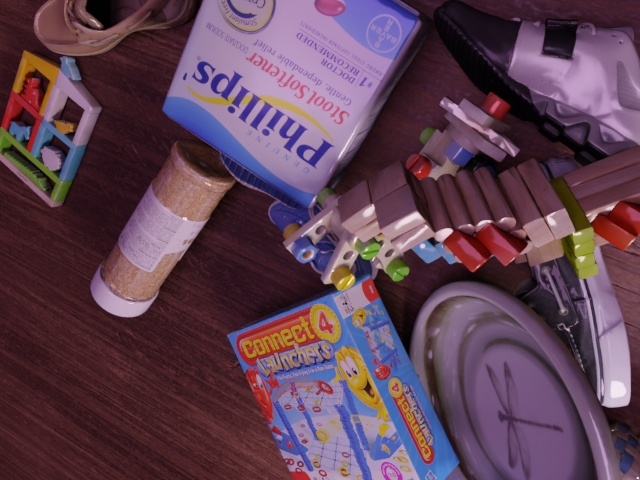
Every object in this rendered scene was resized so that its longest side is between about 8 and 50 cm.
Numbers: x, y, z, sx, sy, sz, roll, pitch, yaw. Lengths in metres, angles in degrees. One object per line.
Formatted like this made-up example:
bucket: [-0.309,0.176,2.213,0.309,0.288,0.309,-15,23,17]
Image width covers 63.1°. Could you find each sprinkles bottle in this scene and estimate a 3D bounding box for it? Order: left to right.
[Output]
sprinkles bottle: [-0.292,-0.014,0.946,0.121,0.121,0.355,44,117,7]

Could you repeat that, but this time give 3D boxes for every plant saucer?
plant saucer: [0.258,0.247,0.707,0.100,0.400,0.401,-8,106,-19]

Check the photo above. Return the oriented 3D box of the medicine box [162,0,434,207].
medicine box: [-0.034,-0.243,0.732,0.263,0.149,0.289,33,117,3]

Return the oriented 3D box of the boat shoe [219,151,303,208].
boat shoe: [-0.084,-0.112,0.858,0.183,0.066,0.066,37,116,11]

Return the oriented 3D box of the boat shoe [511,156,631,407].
boat shoe: [0.317,0.062,0.702,0.119,0.121,0.336,-16,87,14]

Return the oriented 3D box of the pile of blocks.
pile of blocks: [0.203,-0.002,0.561,0.361,0.113,0.149,-3,135,-2]

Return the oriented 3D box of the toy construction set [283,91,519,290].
toy construction set: [0.119,-0.069,0.687,0.327,0.215,0.151,-43,54,32]

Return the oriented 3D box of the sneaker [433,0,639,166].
sneaker: [0.296,-0.218,0.648,0.330,0.122,0.146,40,100,9]

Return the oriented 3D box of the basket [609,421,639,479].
basket: [0.442,0.428,0.703,0.289,0.201,0.255,42,116,19]

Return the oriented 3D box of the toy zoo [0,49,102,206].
toy zoo: [-0.547,-0.238,1.046,0.192,0.030,0.293,39,116,9]

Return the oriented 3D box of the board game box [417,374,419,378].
board game box: [0.094,0.287,0.880,0.141,0.048,0.171,11,109,40]

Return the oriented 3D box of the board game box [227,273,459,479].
board game box: [0.016,0.241,0.831,0.308,0.086,0.302,-29,86,47]

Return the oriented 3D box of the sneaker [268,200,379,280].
sneaker: [0.000,0.000,0.845,0.211,0.081,0.080,34,116,11]

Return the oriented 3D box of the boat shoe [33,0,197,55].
boat shoe: [-0.377,-0.397,0.882,0.340,0.110,0.122,-6,102,25]
